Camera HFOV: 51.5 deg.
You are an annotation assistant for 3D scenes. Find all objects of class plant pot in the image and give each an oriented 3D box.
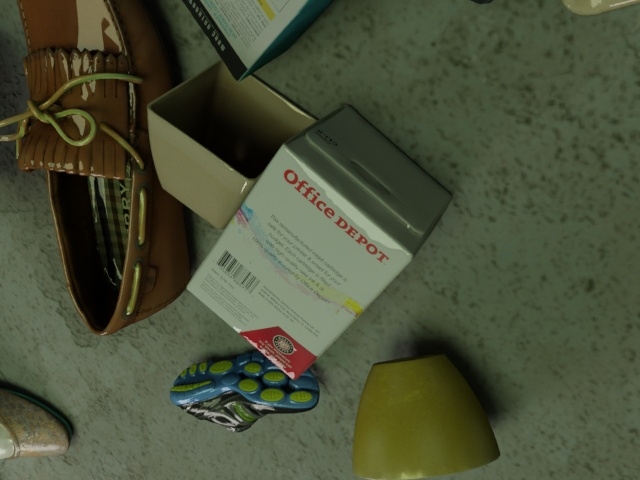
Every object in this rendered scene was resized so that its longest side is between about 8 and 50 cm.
[{"bbox_3d":[0.089,0.157,0.614,0.134,0.134,0.095,-14,79,31],"label":"plant pot"},{"bbox_3d":[-0.084,-0.076,0.590,0.109,0.109,0.096,35,137,7],"label":"plant pot"}]

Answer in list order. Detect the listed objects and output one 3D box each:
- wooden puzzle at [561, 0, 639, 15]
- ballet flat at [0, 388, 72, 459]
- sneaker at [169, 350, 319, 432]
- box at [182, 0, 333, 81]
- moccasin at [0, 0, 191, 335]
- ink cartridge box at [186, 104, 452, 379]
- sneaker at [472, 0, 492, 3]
[{"bbox_3d":[0.208,-0.249,0.341,0.239,0.044,0.220,1,117,52],"label":"wooden puzzle"},{"bbox_3d":[-0.517,0.262,0.972,0.316,0.106,0.107,17,121,18],"label":"ballet flat"},{"bbox_3d":[-0.079,0.171,0.741,0.188,0.067,0.078,-11,130,29],"label":"sneaker"},{"bbox_3d":[-0.027,-0.203,0.449,0.100,0.060,0.244,55,156,-8],"label":"box"},{"bbox_3d":[-0.220,-0.088,0.620,0.139,0.147,0.379,13,120,21],"label":"moccasin"},{"bbox_3d":[0.000,0.000,0.565,0.128,0.127,0.176,42,125,2],"label":"ink cartridge box"},{"bbox_3d":[0.088,-0.289,0.363,0.112,0.131,0.319,48,172,42],"label":"sneaker"}]
